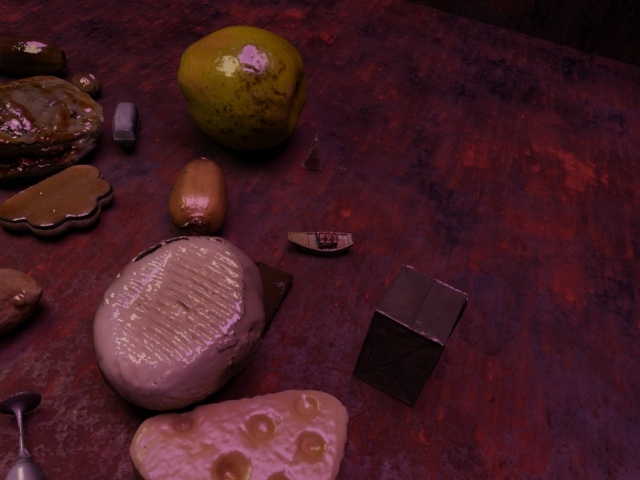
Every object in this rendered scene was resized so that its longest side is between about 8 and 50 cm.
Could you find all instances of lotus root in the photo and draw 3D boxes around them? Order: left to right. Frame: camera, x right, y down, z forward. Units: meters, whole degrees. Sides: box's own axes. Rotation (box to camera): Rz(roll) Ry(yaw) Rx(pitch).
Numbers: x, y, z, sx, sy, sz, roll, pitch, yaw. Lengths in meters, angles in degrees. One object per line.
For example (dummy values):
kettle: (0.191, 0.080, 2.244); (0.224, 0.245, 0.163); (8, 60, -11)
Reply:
lotus root: (-0.958, -0.599, 1.734); (0.241, 0.123, 0.123); (3, 30, -6)
lotus root: (-0.312, -0.104, 1.370); (0.146, 0.130, 0.303); (5, 42, -9)

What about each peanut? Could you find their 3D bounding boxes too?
peanut: (-0.711, 0.140, 1.036); (0.313, 0.152, 0.152); (-23, 54, -30)

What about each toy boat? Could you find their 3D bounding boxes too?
toy boat: (-0.587, -0.354, 1.610); (0.078, 0.085, 0.260); (-3, 35, -16)
toy boat: (0.000, 0.000, 1.379); (0.172, 0.066, 0.065); (1, 48, -9)

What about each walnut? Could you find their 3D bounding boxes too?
walnut: (-0.753, -0.502, 1.715); (0.092, 0.092, 0.092); (6, 45, -6)

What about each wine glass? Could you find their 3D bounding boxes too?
wine glass: (-0.495, 0.384, 0.890); (0.074, 0.074, 0.262); (-12, 49, -22)

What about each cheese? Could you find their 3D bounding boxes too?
cheese: (-0.097, 0.399, 0.930); (0.384, 0.104, 0.383); (5, 45, -5)

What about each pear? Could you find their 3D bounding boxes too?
pear: (-0.235, -0.452, 1.583); (0.391, 0.391, 0.391); (6, 45, -6)

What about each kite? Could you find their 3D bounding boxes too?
kite: (0.058, -0.232, 1.668); (0.044, 0.002, 0.078); (-13, 51, -23)

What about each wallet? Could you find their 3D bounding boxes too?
wallet: (-0.145, 0.136, 1.236); (0.110, 0.031, 0.198); (21, 46, 8)

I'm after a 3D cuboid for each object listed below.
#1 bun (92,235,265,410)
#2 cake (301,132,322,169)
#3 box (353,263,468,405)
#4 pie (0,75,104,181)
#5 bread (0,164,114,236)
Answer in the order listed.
bun: (-0.261, 0.166, 1.049); (0.360, 0.211, 0.359); (-7, 47, 8)
cake: (-0.013, -0.269, 1.607); (0.065, 0.121, 0.052); (15, 50, -9)
box: (0.183, 0.199, 1.099); (0.155, 0.231, 0.149); (27, 46, 14)
pie: (-0.812, -0.340, 1.473); (0.395, 0.180, 0.418); (29, 42, 16)
bread: (-0.644, -0.091, 1.340); (0.207, 0.056, 0.286); (30, 47, 22)
